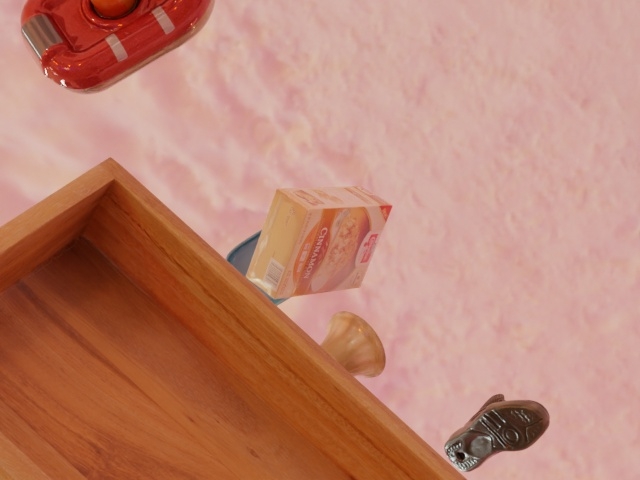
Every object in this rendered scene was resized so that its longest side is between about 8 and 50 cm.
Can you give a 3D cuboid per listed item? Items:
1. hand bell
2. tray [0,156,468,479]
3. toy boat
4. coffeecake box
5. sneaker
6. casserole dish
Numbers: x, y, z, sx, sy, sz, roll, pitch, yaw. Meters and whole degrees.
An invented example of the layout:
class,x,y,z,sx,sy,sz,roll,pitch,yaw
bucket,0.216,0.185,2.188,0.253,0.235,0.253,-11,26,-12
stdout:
class,x,y,z,sx,sy,sz,roll,pitch,yaw
hand bell,-0.019,0.225,1.777,0.126,0.242,0.126,27,134,32
tray,-0.037,0.151,0.607,0.411,0.203,0.076,42,130,3
toy boat,-0.231,-0.280,1.241,0.151,0.231,0.151,53,171,24
coffeecake box,0.000,0.000,1.591,0.068,0.185,0.142,35,116,34
sneaker,0.298,0.283,1.775,0.087,0.130,0.227,48,143,5
casserole dish,-0.062,0.029,1.734,0.114,0.188,0.037,58,177,-8
